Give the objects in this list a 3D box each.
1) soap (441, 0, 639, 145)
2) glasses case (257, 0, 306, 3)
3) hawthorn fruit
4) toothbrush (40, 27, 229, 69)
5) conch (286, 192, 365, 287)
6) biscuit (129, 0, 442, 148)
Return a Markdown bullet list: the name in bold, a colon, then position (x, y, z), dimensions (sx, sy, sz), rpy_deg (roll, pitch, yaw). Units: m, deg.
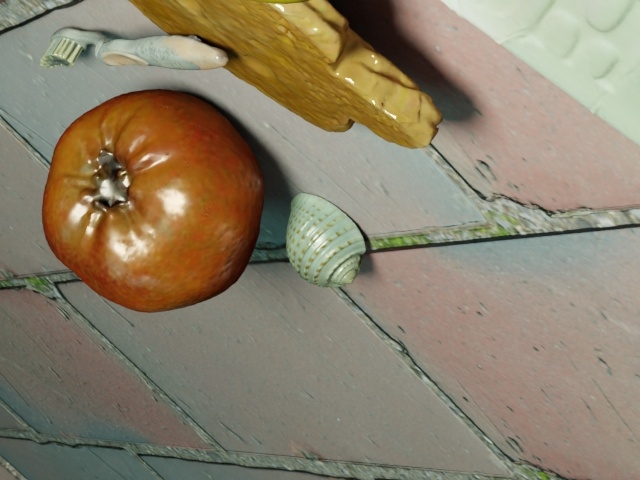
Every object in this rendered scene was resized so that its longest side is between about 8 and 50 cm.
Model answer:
- **soap**: position (0.168, -0.144, 1.044), dimensions (0.289, 0.095, 0.173), rpy_deg (36, 158, 4)
- **glasses case**: position (-0.109, -0.258, 1.142), dimensions (0.371, 0.173, 0.141), rpy_deg (17, 152, 38)
- **hawthorn fruit**: position (-0.128, -0.029, 1.677), dimensions (0.196, 0.196, 0.225), rpy_deg (27, -179, 25)
- **toothbrush**: position (-0.153, -0.152, 1.566), dimensions (0.028, 0.037, 0.375), rpy_deg (35, 169, -26)
- **conch**: position (-0.001, 0.003, 1.675), dimensions (0.085, 0.056, 0.076), rpy_deg (34, 146, 9)
- **biscuit**: position (-0.071, -0.178, 1.370), dimensions (0.376, 0.051, 0.269), rpy_deg (33, 172, 12)
